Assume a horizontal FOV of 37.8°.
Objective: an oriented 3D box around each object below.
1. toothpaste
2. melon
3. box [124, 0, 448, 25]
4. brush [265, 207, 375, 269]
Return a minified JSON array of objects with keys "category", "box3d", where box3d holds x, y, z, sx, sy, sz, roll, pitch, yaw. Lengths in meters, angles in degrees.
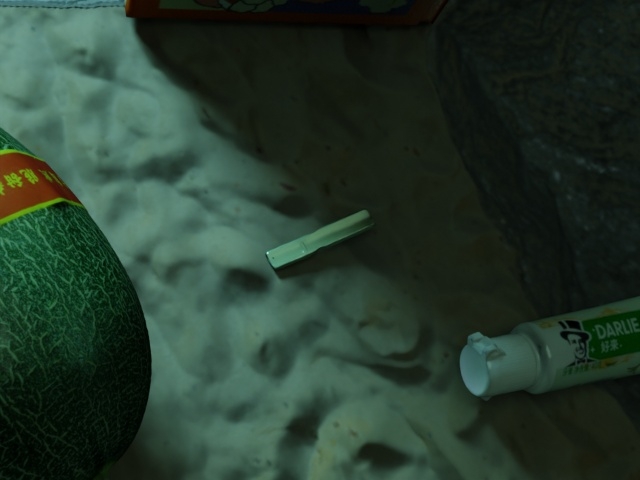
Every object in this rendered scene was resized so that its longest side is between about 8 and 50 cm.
[{"category":"toothpaste","box3d":[0.248,0.072,0.708,0.314,0.056,0.058,-8,114,-23]},{"category":"melon","box3d":[-0.200,0.036,0.507,0.182,0.182,0.288,-38,87,-24]},{"category":"box","box3d":[-0.001,-0.365,0.617,0.256,0.349,0.319,-4,71,-18]},{"category":"brush","box3d":[0.000,0.000,0.674,0.083,0.013,0.016,-24,75,-15]}]
